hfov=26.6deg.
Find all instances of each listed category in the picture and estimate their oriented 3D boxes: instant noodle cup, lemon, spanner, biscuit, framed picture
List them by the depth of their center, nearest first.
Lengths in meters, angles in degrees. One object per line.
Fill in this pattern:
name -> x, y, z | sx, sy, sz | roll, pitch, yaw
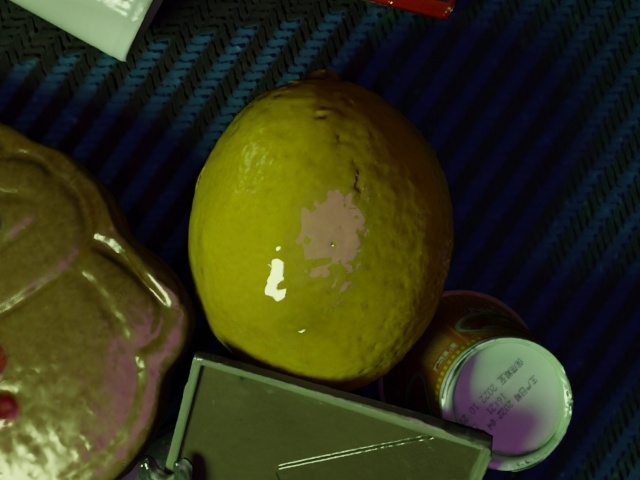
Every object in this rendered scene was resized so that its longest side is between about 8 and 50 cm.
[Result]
framed picture -> -0.004, 0.204, 1.141 | 0.260, 0.023, 0.189 | 16, 119, 1
biscuit -> -0.298, 0.059, 1.164 | 0.359, 0.074, 0.381 | -23, 80, 4
lemon -> 0.001, -0.005, 1.169 | 0.236, 0.236, 0.263 | 5, 116, -7
spanner -> -0.086, 0.290, 1.171 | 0.054, 0.015, 0.254 | -20, 106, 24
instant noodle cup -> 0.143, 0.133, 1.213 | 0.168, 0.185, 0.168 | 0, 92, -7

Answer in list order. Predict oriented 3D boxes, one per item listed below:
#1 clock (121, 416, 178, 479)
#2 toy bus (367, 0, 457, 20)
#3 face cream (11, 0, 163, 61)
clock -> -0.053, 0.332, 1.251 | 0.386, 0.076, 0.386 | 0, 92, -8
toy bus -> 0.038, -0.267, 1.240 | 0.195, 0.081, 0.089 | 14, 100, -8
face cream -> -0.297, -0.304, 1.163 | 0.370, 0.145, 0.145 | 28, 88, -6
